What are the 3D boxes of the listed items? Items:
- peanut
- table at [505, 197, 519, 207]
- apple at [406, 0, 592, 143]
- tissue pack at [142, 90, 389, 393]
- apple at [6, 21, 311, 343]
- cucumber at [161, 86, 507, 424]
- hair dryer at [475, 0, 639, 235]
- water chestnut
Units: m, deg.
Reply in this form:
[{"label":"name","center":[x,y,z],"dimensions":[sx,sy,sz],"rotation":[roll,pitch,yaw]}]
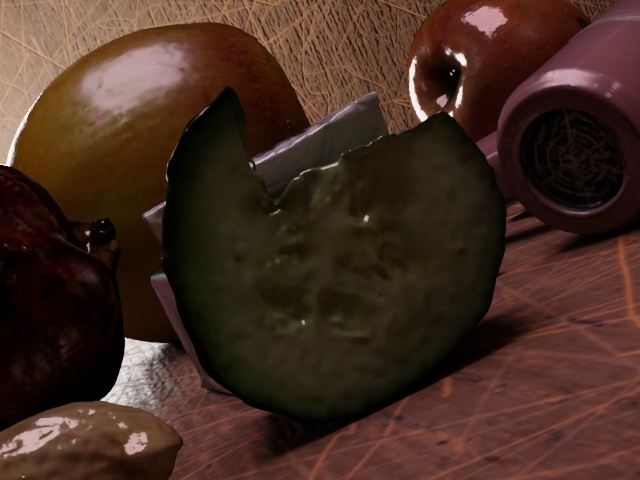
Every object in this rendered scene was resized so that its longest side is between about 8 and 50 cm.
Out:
[{"label":"peanut","center":[-0.158,0.132,0.610],"dimensions":[0.187,0.082,0.082],"rotation":[-23,5,13]},{"label":"table","center":[0.227,-0.088,1.118],"dimensions":[0.175,0.063,0.146],"rotation":[-22,-5,5]},{"label":"apple","center":[0.238,-0.205,1.486],"dimensions":[0.253,0.254,0.253],"rotation":[-24,5,2]},{"label":"tissue pack","center":[-0.010,0.001,0.874],"dimensions":[0.209,0.156,0.148],"rotation":[-27,3,-20]},{"label":"apple","center":[-0.159,-0.049,1.334],"dimensions":[0.374,0.374,0.384],"rotation":[-24,-25,-1]},{"label":"cucumber","center":[0.004,0.010,0.669],"dimensions":[0.191,0.191,0.130],"rotation":[-24,6,0]},{"label":"hair dryer","center":[0.148,-0.054,0.943],"dimensions":[0.352,0.125,0.210],"rotation":[-31,6,43]},{"label":"water chestnut","center":[-0.294,0.067,1.051],"dimensions":[0.244,0.289,0.289],"rotation":[10,-13,-28]}]
